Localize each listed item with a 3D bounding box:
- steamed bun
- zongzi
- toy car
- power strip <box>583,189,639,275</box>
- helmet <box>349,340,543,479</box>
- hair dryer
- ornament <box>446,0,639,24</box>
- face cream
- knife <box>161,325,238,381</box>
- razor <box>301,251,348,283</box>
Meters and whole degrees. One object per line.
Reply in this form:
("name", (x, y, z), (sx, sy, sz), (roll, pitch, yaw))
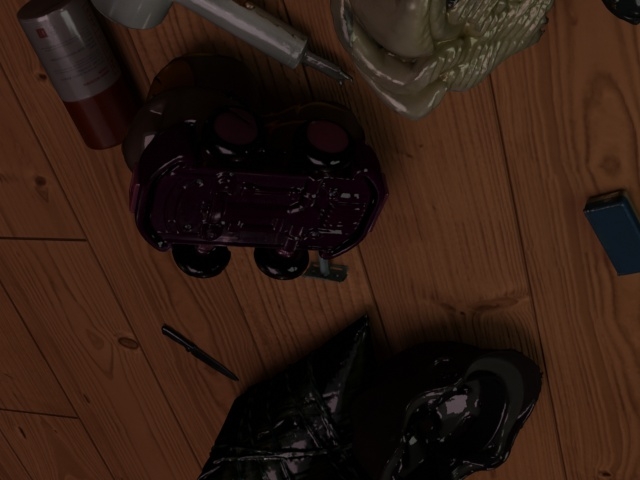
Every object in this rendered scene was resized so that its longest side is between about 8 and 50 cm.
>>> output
("steamed bun", (0.116, -0.300, 1.090), (0.207, 0.280, 0.268), (42, 153, 26))
("zongzi", (-0.017, 0.276, 1.738), (0.384, 0.319, 0.362), (-4, 120, 7))
("toy car", (-0.092, -0.112, 1.417), (0.341, 0.240, 0.271), (5, 141, -16))
("power strip", (0.394, -0.007, 1.385), (0.056, 0.032, 0.123), (-14, 123, 36))
("helmet", (0.171, 0.255, 1.611), (0.177, 0.305, 0.225), (34, 158, 50))
("hair dryer", (-0.104, -0.297, 1.340), (0.357, 0.107, 0.173), (28, 137, -13))
("ornament", (0.214, -0.255, 0.954), (0.080, 0.236, 0.202), (26, 141, 50))
("face cream", (-0.332, -0.239, 1.487), (0.096, 0.095, 0.214), (-2, 129, 28))
("knife", (-0.215, 0.204, 1.897), (0.170, 0.010, 0.023), (36, 135, -10))
("razor", (0.000, 0.000, 1.588), (0.068, 0.040, 0.135), (7, 127, 20))
